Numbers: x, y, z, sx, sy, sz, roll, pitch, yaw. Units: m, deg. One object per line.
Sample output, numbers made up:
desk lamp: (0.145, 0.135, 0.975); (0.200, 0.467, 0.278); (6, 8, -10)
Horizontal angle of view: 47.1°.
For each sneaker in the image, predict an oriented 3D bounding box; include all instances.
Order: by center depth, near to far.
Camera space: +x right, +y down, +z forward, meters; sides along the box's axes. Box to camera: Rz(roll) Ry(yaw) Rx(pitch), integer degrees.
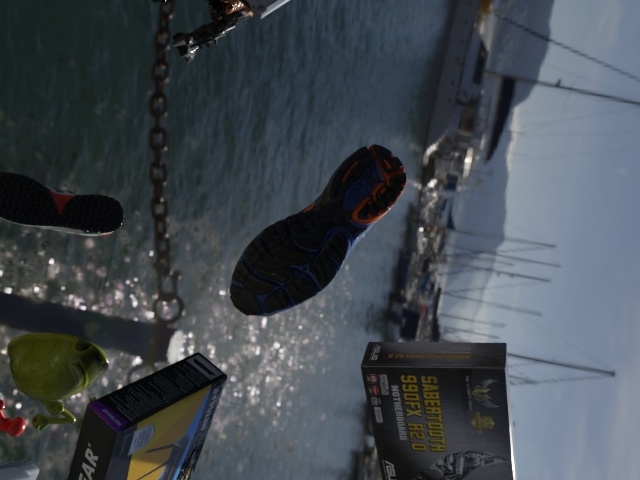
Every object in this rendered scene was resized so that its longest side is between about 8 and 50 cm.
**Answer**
sneaker: (0.000, 0.000, 0.740); (0.221, 0.083, 0.087); (-40, 172, -18)
sneaker: (-0.313, -0.034, 0.852); (0.075, 0.161, 0.057); (152, -53, -67)

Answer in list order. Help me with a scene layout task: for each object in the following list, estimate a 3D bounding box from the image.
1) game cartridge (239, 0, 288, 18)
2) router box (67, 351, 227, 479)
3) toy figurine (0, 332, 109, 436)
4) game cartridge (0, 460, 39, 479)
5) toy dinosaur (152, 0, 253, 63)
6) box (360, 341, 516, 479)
game cartridge: (-0.059, -0.246, 0.689); (0.056, 0.083, 0.017); (-38, 156, -11)
router box: (-0.167, 0.203, 0.682); (0.133, 0.046, 0.178); (-20, 137, -52)
toy figurine: (-0.444, 0.225, 0.854); (0.217, 0.363, 0.191); (-71, 159, -56)
game cartridge: (-0.418, 0.370, 0.742); (0.297, 0.062, 0.198); (-63, 158, -3)
toy dinosaur: (-0.165, -0.419, 1.220); (0.322, 0.219, 0.164); (-96, 164, -85)
box: (0.162, 0.243, 0.978); (0.056, 0.183, 0.230); (-62, 146, -57)
